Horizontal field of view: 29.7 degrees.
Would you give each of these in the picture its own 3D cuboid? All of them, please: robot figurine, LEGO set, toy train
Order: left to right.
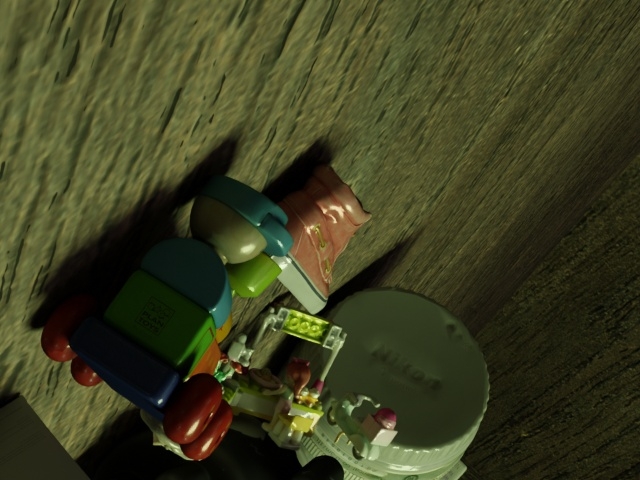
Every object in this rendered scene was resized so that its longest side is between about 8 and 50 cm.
[{"bbox_3d":[-0.078,0.056,0.774,0.143,0.105,0.248,-55,171,-13],"label":"toy train"},{"bbox_3d":[-0.109,0.240,1.112,0.174,0.209,0.278,-63,165,7],"label":"robot figurine"},{"bbox_3d":[-0.048,0.119,1.061,0.287,0.132,0.107,15,105,-50],"label":"LEGO set"}]

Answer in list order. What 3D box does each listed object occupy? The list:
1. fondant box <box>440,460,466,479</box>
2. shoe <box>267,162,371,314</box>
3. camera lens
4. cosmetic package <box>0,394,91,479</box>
[{"bbox_3d":[0.005,0.309,1.553,0.330,0.238,0.096,-33,164,-45],"label":"fondant box"},{"bbox_3d":[0.000,0.000,0.891,0.081,0.063,0.178,-39,164,-1],"label":"shoe"},{"bbox_3d":[0.046,0.205,1.379,0.219,0.219,0.274,-36,166,-36],"label":"camera lens"},{"bbox_3d":[-0.216,0.209,0.808,0.060,0.099,0.239,-34,164,-41],"label":"cosmetic package"}]
